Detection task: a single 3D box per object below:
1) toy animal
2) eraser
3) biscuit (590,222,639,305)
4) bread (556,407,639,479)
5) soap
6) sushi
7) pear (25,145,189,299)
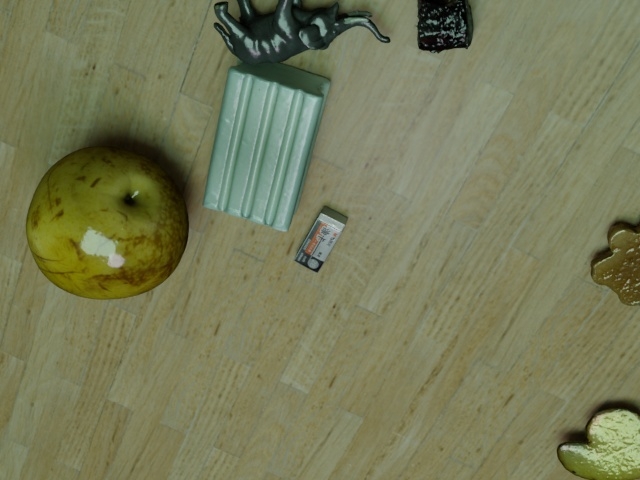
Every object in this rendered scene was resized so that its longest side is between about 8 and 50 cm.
[{"bbox_3d":[-0.036,-0.347,1.488,0.269,0.082,0.137,-7,122,13],"label":"toy animal"},{"bbox_3d":[0.000,0.000,1.720,0.052,0.029,0.122,27,123,-4],"label":"eraser"},{"bbox_3d":[0.557,0.012,1.588,0.166,0.036,0.225,35,120,-9],"label":"biscuit"},{"bbox_3d":[0.536,0.376,1.805,0.187,0.065,0.149,-13,106,24],"label":"bread"},{"bbox_3d":[-0.093,-0.160,1.610,0.159,0.087,0.265,18,123,3],"label":"soap"},{"bbox_3d":[0.186,-0.328,1.446,0.084,0.098,0.094,-3,101,11],"label":"sushi"},{"bbox_3d":[-0.368,-0.027,1.663,0.280,0.281,0.281,6,122,10],"label":"pear"}]
